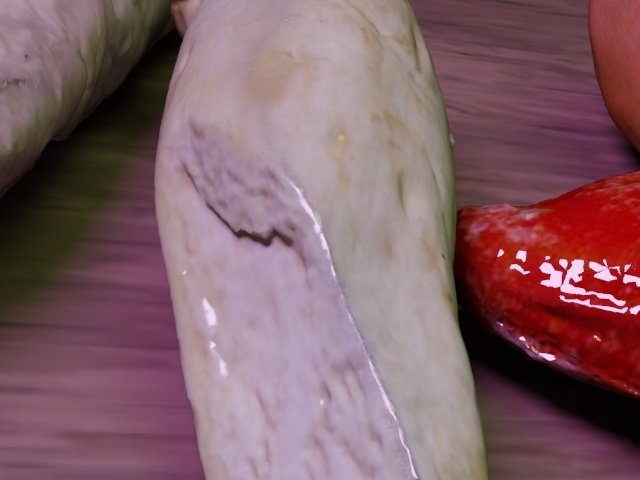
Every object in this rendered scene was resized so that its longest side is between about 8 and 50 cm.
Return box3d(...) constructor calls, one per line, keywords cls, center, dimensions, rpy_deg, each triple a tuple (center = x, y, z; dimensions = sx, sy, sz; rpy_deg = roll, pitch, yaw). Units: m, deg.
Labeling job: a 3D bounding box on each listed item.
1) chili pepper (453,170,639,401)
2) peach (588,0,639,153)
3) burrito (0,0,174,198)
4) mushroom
box3d(cls="chili pepper", center=(0.166, 0.025, 0.609), dimensions=(0.253, 0.136, 0.144), rpy_deg=(19, 58, 16))
box3d(cls="peach", center=(0.197, -0.088, 0.744), dimensions=(0.184, 0.184, 0.184), rpy_deg=(14, 30, -8))
box3d(cls="burrito", center=(-0.131, -0.058, 0.608), dimensions=(0.117, 0.076, 0.392), rpy_deg=(17, 28, 9))
box3d(cls="mushroom", center=(-0.003, -0.003, 0.562), dimensions=(0.107, 0.087, 0.333), rpy_deg=(43, 24, -25))
